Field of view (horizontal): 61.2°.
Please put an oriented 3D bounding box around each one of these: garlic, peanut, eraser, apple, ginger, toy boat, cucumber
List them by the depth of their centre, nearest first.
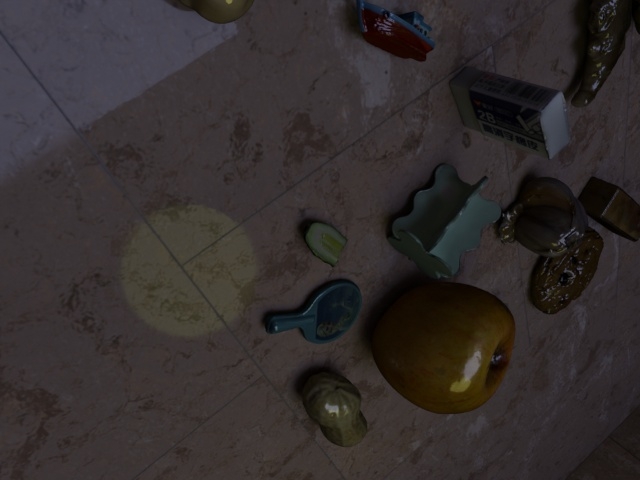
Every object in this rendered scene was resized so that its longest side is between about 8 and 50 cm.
[{"bbox_3d":[0.118,-0.340,0.868,0.173,0.069,0.058,6,92,-41],"label":"toy boat"},{"bbox_3d":[0.345,-0.238,0.999,0.068,0.210,0.124,-45,134,-6],"label":"eraser"},{"bbox_3d":[0.000,0.000,1.011,0.107,0.035,0.067,39,72,-43],"label":"cucumber"},{"bbox_3d":[0.618,-0.462,1.156,0.166,0.080,0.332,-31,128,-25],"label":"ginger"},{"bbox_3d":[0.270,0.231,1.207,0.299,0.275,0.298,-20,120,-40],"label":"apple"},{"bbox_3d":[0.043,0.387,1.225,0.124,0.123,0.256,-39,133,-11],"label":"peanut"},{"bbox_3d":[0.521,-0.029,1.286,0.256,0.207,0.206,-49,151,-58],"label":"garlic"}]

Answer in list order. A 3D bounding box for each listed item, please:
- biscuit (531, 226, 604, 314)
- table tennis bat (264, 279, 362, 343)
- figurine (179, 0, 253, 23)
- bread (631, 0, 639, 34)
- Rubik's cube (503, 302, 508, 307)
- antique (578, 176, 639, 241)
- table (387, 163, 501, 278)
[{"bbox_3d":[0.729,0.094,1.587,0.296,0.075,0.295,-19,127,-27],"label":"biscuit"},{"bbox_3d":[-0.008,0.153,1.102,0.237,0.038,0.149,-4,119,-38],"label":"table tennis bat"},{"bbox_3d":[-0.105,-0.365,0.670,0.108,0.114,0.195,33,83,-20],"label":"figurine"},{"bbox_3d":[0.729,-0.540,1.157,0.213,0.105,0.213,-16,110,-52],"label":"bread"},{"bbox_3d":[0.468,0.204,1.463,0.073,0.075,0.084,4,126,12],"label":"Rubik's cube"},{"bbox_3d":[0.850,-0.082,1.560,0.310,0.087,0.093,19,103,-42],"label":"antique"},{"bbox_3d":[0.258,-0.042,1.105,0.198,0.167,0.166,-50,135,-12],"label":"table"}]
